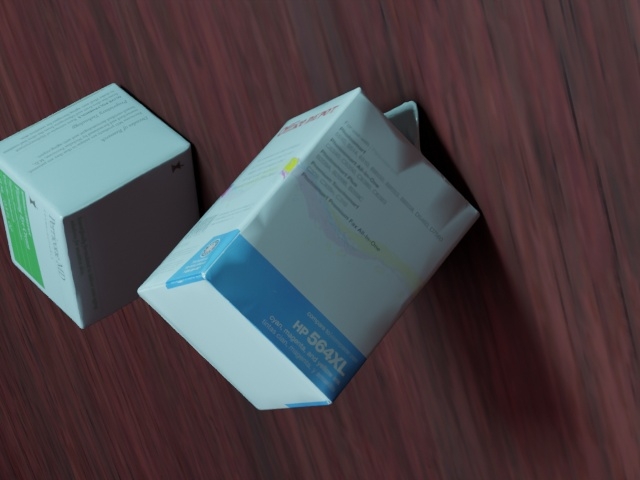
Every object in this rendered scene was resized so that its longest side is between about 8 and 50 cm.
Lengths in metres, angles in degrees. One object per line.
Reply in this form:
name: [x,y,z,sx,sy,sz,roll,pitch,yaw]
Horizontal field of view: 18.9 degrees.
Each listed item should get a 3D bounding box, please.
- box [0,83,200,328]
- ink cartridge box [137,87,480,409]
box: [-0.139,-0.022,1.208,0.087,0.102,0.101,38,147,35]
ink cartridge box: [0.000,0.000,0.939,0.090,0.143,0.092,46,158,-13]
